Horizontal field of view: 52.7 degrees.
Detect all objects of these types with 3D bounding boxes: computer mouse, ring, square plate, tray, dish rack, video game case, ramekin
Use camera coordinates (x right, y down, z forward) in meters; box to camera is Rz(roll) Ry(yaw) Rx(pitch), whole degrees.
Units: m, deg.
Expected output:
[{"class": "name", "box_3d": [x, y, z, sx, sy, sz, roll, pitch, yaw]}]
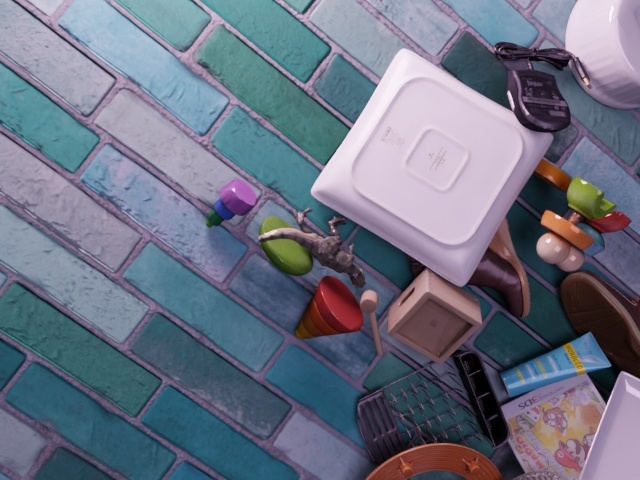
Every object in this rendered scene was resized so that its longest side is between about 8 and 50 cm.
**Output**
[{"class": "computer mouse", "box_3d": [0.437, -0.281, 1.237, 0.184, 0.060, 0.261, 2, 50, -10]}, {"class": "ring", "box_3d": [0.214, 0.550, 1.273, 0.337, 0.032, 0.336, -3, 108, -10]}, {"class": "square plate", "box_3d": [0.214, -0.146, 1.220, 0.344, 0.049, 0.347, 32, 85, 3]}, {"class": "tray", "box_3d": [0.589, 0.399, 1.225, 0.145, 0.030, 0.270, 27, 69, 12]}, {"class": "dish rack", "box_3d": [0.214, 0.352, 1.280, 0.272, 0.074, 0.208, -24, 96, -8]}, {"class": "video game case", "box_3d": [0.488, 0.397, 1.284, 0.206, 0.026, 0.226, -29, 69, 5]}, {"class": "ramekin", "box_3d": [0.646, -0.407, 1.279, 0.278, 0.135, 0.277, -1, 94, -10]}]

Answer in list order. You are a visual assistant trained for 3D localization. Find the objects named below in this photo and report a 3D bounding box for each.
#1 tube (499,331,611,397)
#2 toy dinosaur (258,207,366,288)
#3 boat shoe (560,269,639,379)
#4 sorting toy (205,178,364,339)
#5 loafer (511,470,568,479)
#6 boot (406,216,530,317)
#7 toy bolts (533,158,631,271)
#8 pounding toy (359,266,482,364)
[{"class": "tube", "box_3d": [0.468, 0.257, 1.308, 0.207, 0.052, 0.080, -22, 59, 4]}, {"class": "toy dinosaur", "box_3d": [0.000, 0.000, 1.199, 0.268, 0.064, 0.118, 27, 46, -34]}, {"class": "boat shoe", "box_3d": [0.636, 0.176, 1.337, 0.342, 0.123, 0.123, 45, 56, -3]}, {"class": "sorting toy", "box_3d": [-0.082, 0.058, 1.213, 0.126, 0.127, 0.365, -39, 97, 24]}, {"class": "loafer", "box_3d": [0.373, 0.530, 1.240, 0.251, 0.094, 0.087, -32, 116, 11]}, {"class": "boot", "box_3d": [0.290, 0.062, 1.286, 0.207, 0.090, 0.248, -19, 98, 4]}, {"class": "toy bolts", "box_3d": [0.474, -0.036, 1.278, 0.229, 0.218, 0.158, 24, 105, -42]}, {"class": "pounding toy", "box_3d": [0.169, 0.141, 1.247, 0.206, 0.094, 0.181, 31, 120, -10]}]
